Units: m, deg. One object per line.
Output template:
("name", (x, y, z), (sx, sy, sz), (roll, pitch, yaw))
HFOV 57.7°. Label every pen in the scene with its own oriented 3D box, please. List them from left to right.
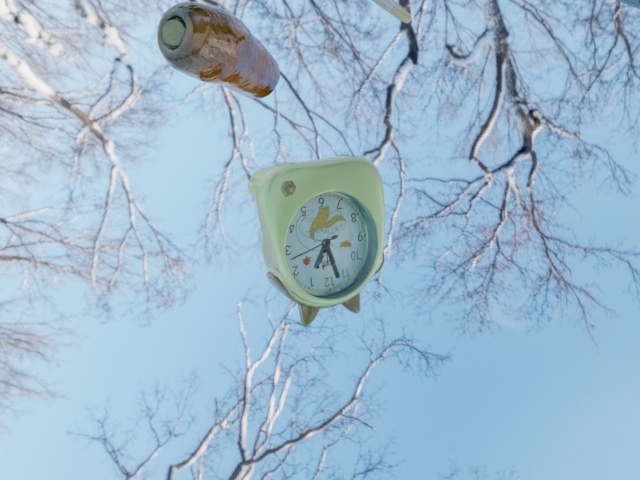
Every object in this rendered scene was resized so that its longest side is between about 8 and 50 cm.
("pen", (0.115, -0.573, 1.328), (0.032, 0.233, 0.040), (-57, -166, 10))

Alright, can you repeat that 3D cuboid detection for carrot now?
("carrot", (-0.109, -0.222, 0.689), (0.087, 0.193, 0.087), (1, -87, 26))

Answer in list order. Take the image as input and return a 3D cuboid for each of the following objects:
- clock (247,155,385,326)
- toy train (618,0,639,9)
("clock", (0.000, 0.000, 1.246), (0.117, 0.285, 0.349), (12, -70, 60))
("toy train", (0.498, -0.403, 0.879), (0.086, 0.089, 0.409), (-37, -134, 1))
